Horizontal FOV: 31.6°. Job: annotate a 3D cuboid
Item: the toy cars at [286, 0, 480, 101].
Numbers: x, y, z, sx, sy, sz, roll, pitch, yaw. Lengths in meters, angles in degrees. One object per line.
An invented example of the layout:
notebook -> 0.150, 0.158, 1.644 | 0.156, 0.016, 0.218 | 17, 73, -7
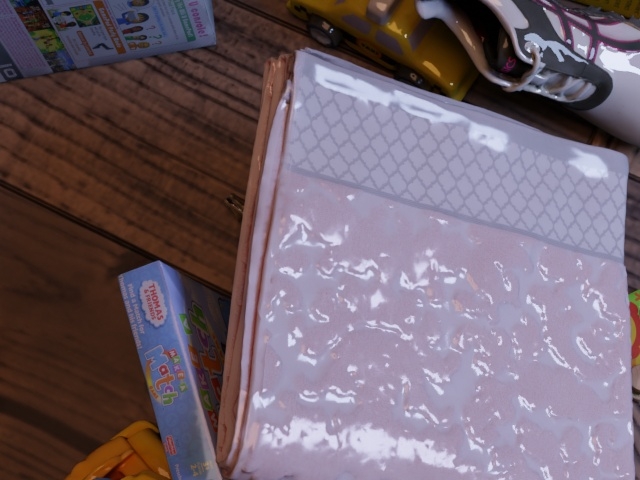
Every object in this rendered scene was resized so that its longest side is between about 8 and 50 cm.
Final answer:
toy cars -> 0.091, -0.110, 0.966 | 0.176, 0.087, 0.393 | -16, 73, -1

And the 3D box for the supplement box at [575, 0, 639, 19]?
supplement box -> 0.194, -0.355, 0.978 | 0.356, 0.195, 0.194 | 19, 75, 8

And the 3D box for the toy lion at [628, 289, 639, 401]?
toy lion -> 0.254, 0.076, 0.933 | 0.100, 0.034, 0.096 | -41, 68, -9

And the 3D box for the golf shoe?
golf shoe -> 0.191, -0.148, 0.934 | 0.273, 0.105, 0.120 | 38, 53, -1

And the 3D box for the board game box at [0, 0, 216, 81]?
board game box -> -0.255, -0.232, 0.953 | 0.303, 0.224, 0.097 | -8, 71, 0

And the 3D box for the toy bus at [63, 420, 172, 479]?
toy bus -> -0.120, 0.234, 0.812 | 0.149, 0.211, 0.220 | -43, 74, -8

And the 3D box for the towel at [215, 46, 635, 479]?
towel -> 0.096, 0.042, 0.826 | 0.332, 0.053, 0.317 | 15, 68, -24

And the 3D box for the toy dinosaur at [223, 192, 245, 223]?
toy dinosaur -> 0.000, 0.000, 0.948 | 0.183, 0.053, 0.092 | 42, 122, 26

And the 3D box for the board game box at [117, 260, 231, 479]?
board game box -> -0.076, 0.114, 0.842 | 0.039, 0.211, 0.160 | -21, 73, 9
